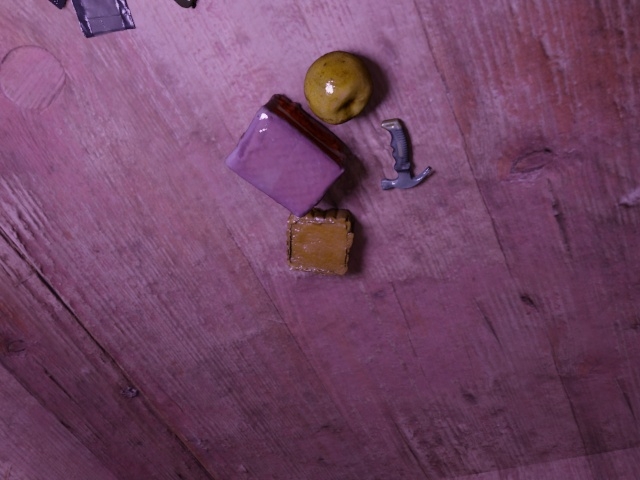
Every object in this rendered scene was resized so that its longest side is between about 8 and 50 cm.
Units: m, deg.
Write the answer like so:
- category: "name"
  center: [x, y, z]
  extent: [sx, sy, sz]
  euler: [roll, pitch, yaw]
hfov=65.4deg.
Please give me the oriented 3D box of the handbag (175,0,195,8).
- category: "handbag"
  center: [-0.394, -0.699, 1.387]
  extent: [0.111, 0.047, 0.072]
  euler: [36, 125, -13]

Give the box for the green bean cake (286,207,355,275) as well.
- category: "green bean cake"
  center: [0.000, 0.000, 1.697]
  extent: [0.224, 0.131, 0.229]
  euler: [5, 118, 3]

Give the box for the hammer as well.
- category: "hammer"
  center: [0.247, -0.268, 1.548]
  extent: [0.159, 0.041, 0.226]
  euler: [-11, 118, 15]

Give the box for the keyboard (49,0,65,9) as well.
- category: "keyboard"
  center: [-0.727, -0.754, 1.399]
  extent: [0.074, 0.015, 0.196]
  euler: [35, 120, -14]

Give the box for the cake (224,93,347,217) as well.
- category: "cake"
  center: [-0.093, -0.253, 1.497]
  extent: [0.309, 0.237, 0.230]
  euler: [37, 119, -15]

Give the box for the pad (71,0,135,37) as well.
- category: "pad"
  center: [-0.648, -0.717, 1.434]
  extent: [0.174, 0.022, 0.233]
  euler: [-6, 121, 11]

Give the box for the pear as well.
- category: "pear"
  center: [0.043, -0.435, 1.402]
  extent: [0.197, 0.197, 0.197]
  euler: [4, 121, 7]
